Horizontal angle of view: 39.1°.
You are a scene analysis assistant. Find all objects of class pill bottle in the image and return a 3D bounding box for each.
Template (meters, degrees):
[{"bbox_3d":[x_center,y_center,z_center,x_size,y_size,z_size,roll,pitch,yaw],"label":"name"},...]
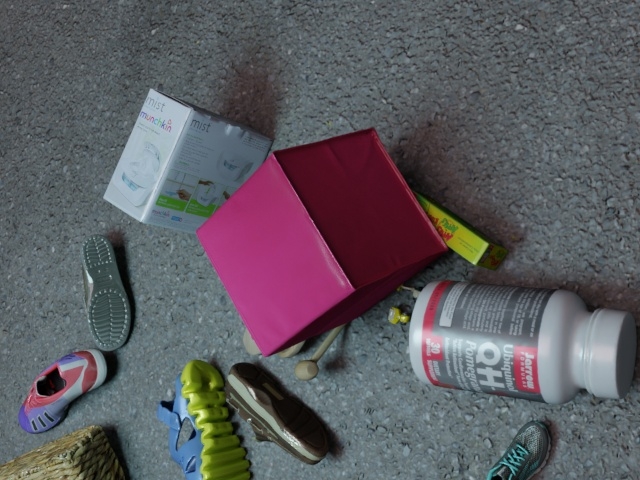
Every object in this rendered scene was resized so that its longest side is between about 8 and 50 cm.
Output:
[{"bbox_3d":[0.313,0.158,1.398,0.318,0.176,0.176,3,84,32],"label":"pill bottle"}]

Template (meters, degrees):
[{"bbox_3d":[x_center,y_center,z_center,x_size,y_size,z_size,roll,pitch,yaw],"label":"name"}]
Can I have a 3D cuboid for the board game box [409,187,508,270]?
[{"bbox_3d":[0.222,-0.019,1.531,0.181,0.092,0.043,38,102,30],"label":"board game box"}]

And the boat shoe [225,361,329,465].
[{"bbox_3d":[-0.086,0.338,1.676,0.257,0.095,0.095,41,118,36],"label":"boat shoe"}]

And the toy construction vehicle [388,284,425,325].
[{"bbox_3d":[0.170,0.122,1.580,0.098,0.035,0.086,14,101,35],"label":"toy construction vehicle"}]

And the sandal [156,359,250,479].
[{"bbox_3d":[-0.232,0.399,1.738,0.138,0.126,0.317,-32,59,27],"label":"sandal"}]

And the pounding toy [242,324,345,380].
[{"bbox_3d":[-0.047,0.139,1.687,0.154,0.155,0.269,-34,53,54],"label":"pounding toy"}]

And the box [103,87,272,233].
[{"bbox_3d":[-0.247,-0.139,1.738,0.127,0.262,0.231,28,98,32],"label":"box"}]

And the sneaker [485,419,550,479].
[{"bbox_3d":[0.307,0.362,1.430,0.065,0.076,0.166,31,99,30],"label":"sneaker"}]

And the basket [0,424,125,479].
[{"bbox_3d":[-0.548,0.542,1.858,0.299,0.213,0.223,-25,95,13],"label":"basket"}]

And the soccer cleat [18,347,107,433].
[{"bbox_3d":[-0.587,0.329,1.945,0.318,0.116,0.108,-37,68,33],"label":"soccer cleat"}]

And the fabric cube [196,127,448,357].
[{"bbox_3d":[0.000,0.000,1.502,0.258,0.259,0.254,-42,74,43],"label":"fabric cube"}]

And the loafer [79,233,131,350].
[{"bbox_3d":[-0.465,0.113,1.948,0.094,0.087,0.251,-6,84,-15],"label":"loafer"}]
